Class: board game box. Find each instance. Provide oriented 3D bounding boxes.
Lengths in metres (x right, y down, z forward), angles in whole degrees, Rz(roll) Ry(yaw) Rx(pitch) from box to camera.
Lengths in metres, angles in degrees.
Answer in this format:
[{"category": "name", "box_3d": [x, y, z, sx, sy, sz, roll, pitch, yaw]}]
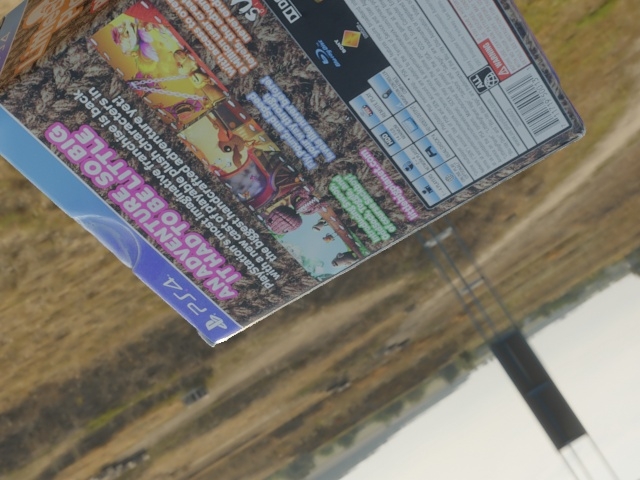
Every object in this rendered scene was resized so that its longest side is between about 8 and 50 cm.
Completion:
[{"category": "board game box", "box_3d": [-0.026, -0.107, 0.595, 0.291, 0.232, 0.141, -30, -145, 17]}]
